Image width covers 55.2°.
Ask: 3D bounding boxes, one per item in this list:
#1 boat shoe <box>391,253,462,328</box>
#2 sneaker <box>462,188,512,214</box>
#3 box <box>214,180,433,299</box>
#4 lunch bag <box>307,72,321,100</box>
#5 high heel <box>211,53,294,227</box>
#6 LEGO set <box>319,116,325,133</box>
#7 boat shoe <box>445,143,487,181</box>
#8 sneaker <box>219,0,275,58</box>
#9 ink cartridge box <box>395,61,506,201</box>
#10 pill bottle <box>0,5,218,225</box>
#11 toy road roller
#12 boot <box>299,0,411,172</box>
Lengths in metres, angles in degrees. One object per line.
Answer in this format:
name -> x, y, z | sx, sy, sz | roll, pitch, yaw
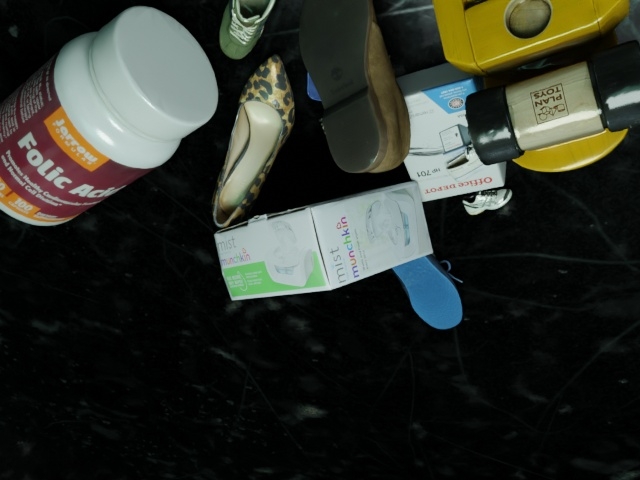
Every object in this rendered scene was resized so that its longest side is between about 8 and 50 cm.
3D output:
boat shoe -> 0.194, 0.052, 1.138 | 0.109, 0.089, 0.258 | -22, 118, 17
sneaker -> 0.279, -0.071, 1.030 | 0.083, 0.032, 0.037 | -23, 122, 32
box -> 0.000, 0.000, 0.984 | 0.262, 0.231, 0.127 | -11, 95, 49
lunch bag -> 0.017, -0.258, 0.913 | 0.067, 0.065, 0.098 | 9, 134, 9
high heel -> -0.111, -0.147, 0.970 | 0.093, 0.186, 0.261 | 20, 134, 1
LEGO set -> 0.039, -0.195, 1.000 | 0.083, 0.023, 0.054 | 14, 133, 23
boat shoe -> 0.224, -0.123, 0.886 | 0.035, 0.035, 0.100 | 36, 136, -21
sneaker -> -0.106, -0.327, 0.872 | 0.064, 0.086, 0.192 | 30, 133, -11
ink cartridge box -> 0.192, -0.165, 0.936 | 0.139, 0.082, 0.191 | -11, 126, 25
pill bottle -> -0.364, -0.188, 0.983 | 0.392, 0.224, 0.224 | -23, 122, 33
toy road roller -> 0.284, -0.251, 0.783 | 0.202, 0.240, 0.330 | -14, 89, 28
boot -> 0.053, -0.240, 0.841 | 0.112, 0.115, 0.306 | -12, 86, 38
